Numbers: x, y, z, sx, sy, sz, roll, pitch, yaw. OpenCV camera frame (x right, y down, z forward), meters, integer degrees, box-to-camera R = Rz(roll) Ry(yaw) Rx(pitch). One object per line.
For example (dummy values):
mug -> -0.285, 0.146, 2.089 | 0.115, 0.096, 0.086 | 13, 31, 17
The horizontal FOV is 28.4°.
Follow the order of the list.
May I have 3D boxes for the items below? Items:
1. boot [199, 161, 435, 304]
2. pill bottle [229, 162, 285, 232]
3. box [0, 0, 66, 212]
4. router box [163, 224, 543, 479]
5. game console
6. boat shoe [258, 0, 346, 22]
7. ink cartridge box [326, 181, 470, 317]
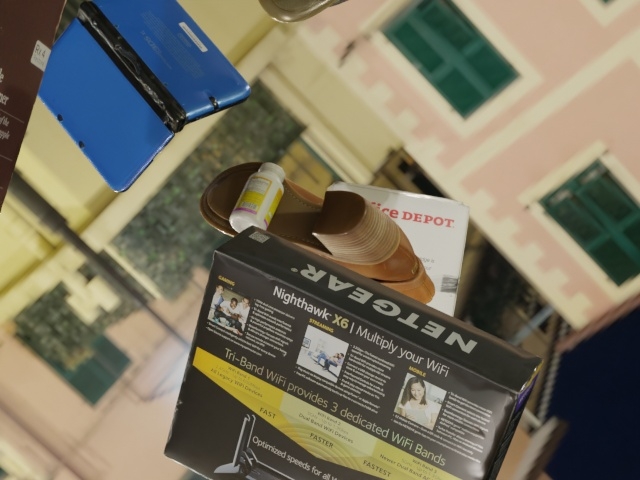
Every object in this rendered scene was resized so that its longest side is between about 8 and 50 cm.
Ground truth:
boot -> 0.000, 0.000, 1.614 | 0.283, 0.220, 0.109 | 5, -115, 34
pill bottle -> -0.068, -0.047, 1.426 | 0.043, 0.043, 0.083 | -29, -150, 52
box -> -0.330, -0.227, 1.153 | 0.191, 0.143, 0.381 | 34, 71, -79
router box -> 0.021, 0.159, 1.186 | 0.081, 0.309, 0.243 | -38, 149, -58
game console -> -0.312, -0.268, 2.183 | 0.250, 0.293, 0.173 | -27, 159, -37
boat shoe -> 0.051, -0.247, 1.014 | 0.224, 0.080, 0.073 | -27, -169, 13
ink cartridge box -> 0.093, 0.070, 1.893 | 0.121, 0.211, 0.289 | 180, -80, -85
